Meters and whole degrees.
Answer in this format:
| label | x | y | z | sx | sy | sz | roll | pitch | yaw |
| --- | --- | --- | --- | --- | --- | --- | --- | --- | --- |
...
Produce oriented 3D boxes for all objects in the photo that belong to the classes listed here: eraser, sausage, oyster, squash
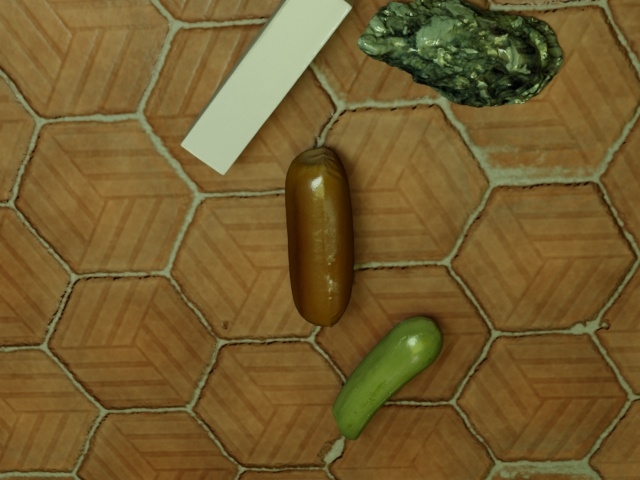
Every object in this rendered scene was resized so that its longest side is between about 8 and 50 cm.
| label | x | y | z | sx | sy | sz | roll | pitch | yaw |
| --- | --- | --- | --- | --- | --- | --- | --- | --- | --- |
| eraser | -0.074 | -0.231 | 1.371 | 0.076 | 0.078 | 0.298 | 34 | 113 | -13 |
| sausage | 0.000 | 0.000 | 1.465 | 0.105 | 0.105 | 0.275 | -1 | 117 | 3 |
| oyster | 0.195 | -0.260 | 1.356 | 0.199 | 0.087 | 0.252 | -39 | 120 | 19 |
| squash | 0.100 | 0.212 | 1.579 | 0.083 | 0.083 | 0.250 | 33 | 115 | -13 |
